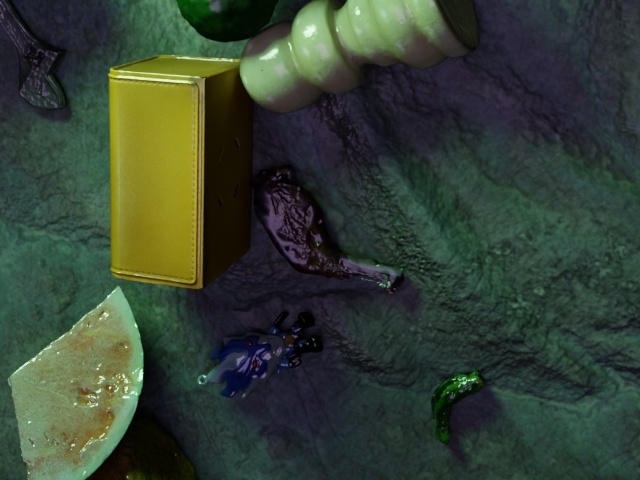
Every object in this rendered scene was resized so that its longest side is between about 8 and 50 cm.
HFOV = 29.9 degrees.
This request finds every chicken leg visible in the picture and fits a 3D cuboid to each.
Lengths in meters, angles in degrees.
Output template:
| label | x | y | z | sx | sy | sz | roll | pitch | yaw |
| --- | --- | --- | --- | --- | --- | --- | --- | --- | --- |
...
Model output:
| label | x | y | z | sx | sy | sz | roll | pitch | yaw |
| --- | --- | --- | --- | --- | --- | --- | --- | --- | --- |
| chicken leg | 0.000 | 0.000 | 1.649 | 0.253 | 0.051 | 0.106 | 39 | 105 | -2 |

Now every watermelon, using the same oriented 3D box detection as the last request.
| label | x | y | z | sx | sy | sz | roll | pitch | yaw |
| --- | --- | --- | --- | --- | --- | --- | --- | --- | --- |
| watermelon | -0.346 | 0.213 | 1.701 | 0.260 | 0.256 | 0.176 | -34 | 130 | -14 |

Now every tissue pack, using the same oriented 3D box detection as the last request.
| label | x | y | z | sx | sy | sz | roll | pitch | yaw |
| --- | --- | --- | --- | --- | --- | --- | --- | --- | --- |
| tissue pack | -0.184 | -0.099 | 1.593 | 0.145 | 0.194 | 0.275 | 8 | 106 | 16 |

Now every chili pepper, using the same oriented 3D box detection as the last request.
| label | x | y | z | sx | sy | sz | roll | pitch | yaw |
| --- | --- | --- | --- | --- | --- | --- | --- | --- | --- |
| chili pepper | 0.181 | 0.226 | 1.673 | 0.055 | 0.035 | 0.118 | 35 | 107 | 20 |

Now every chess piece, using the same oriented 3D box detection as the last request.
| label | x | y | z | sx | sy | sz | roll | pitch | yaw |
| --- | --- | --- | --- | --- | --- | --- | --- | --- | --- |
| chess piece | 0.034 | -0.259 | 1.520 | 0.299 | 0.167 | 0.167 | -20 | 100 | 24 |

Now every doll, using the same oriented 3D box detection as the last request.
| label | x | y | z | sx | sy | sz | roll | pitch | yaw |
| --- | --- | --- | --- | --- | --- | --- | --- | --- | --- |
| doll | -0.091 | 0.166 | 1.708 | 0.195 | 0.070 | 0.096 | -26 | 67 | 16 |

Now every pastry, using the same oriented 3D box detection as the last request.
| label | x | y | z | sx | sy | sz | roll | pitch | yaw |
| --- | --- | --- | --- | --- | --- | --- | --- | --- | --- |
| pastry | -0.259 | 0.361 | 1.746 | 0.103 | 0.189 | 0.189 | -31 | 96 | 17 |

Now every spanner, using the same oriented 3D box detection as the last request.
| label | x | y | z | sx | sy | sz | roll | pitch | yaw |
| --- | --- | --- | --- | --- | --- | --- | --- | --- | --- |
| spanner | -0.448 | -0.325 | 1.682 | 0.093 | 0.026 | 0.325 | -30 | 94 | 20 |

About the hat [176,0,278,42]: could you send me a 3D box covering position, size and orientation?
| label | x | y | z | sx | sy | sz | roll | pitch | yaw |
| --- | --- | --- | --- | --- | --- | --- | --- | --- | --- |
| hat | -0.127 | -0.443 | 1.424 | 0.285 | 0.285 | 0.400 | -7 | 96 | 16 |
